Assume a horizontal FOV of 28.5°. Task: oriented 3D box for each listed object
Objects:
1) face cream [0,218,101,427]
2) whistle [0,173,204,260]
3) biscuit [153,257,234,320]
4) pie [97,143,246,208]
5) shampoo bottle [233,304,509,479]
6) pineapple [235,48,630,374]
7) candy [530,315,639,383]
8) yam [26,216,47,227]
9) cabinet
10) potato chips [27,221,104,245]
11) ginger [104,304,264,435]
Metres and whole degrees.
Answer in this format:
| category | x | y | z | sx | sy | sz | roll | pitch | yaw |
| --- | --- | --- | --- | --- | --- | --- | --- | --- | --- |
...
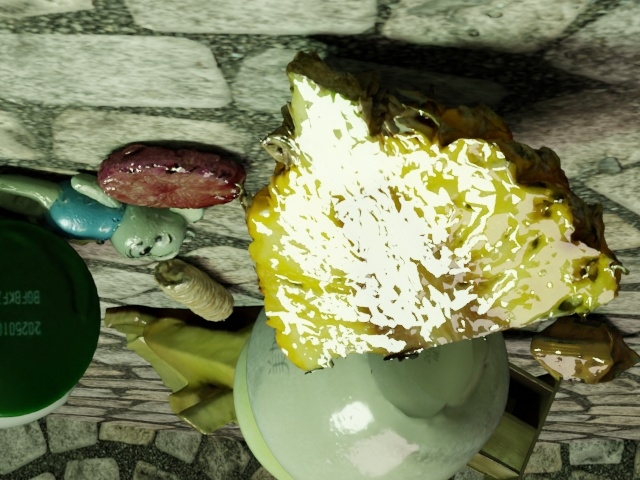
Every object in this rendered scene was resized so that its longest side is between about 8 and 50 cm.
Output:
| category | x | y | z | sx | sy | sz | roll | pitch | yaw |
| --- | --- | --- | --- | --- | --- | --- | --- | --- | --- |
| face cream | -0.415 | 0.091 | 1.449 | 0.312 | 0.219 | 0.357 | 37 | 156 | -24 |
| whistle | -0.246 | -0.027 | 1.378 | 0.235 | 0.077 | 0.114 | 14 | 140 | -26 |
| biscuit | -0.171 | 0.071 | 1.758 | 0.061 | 0.055 | 0.219 | 15 | 170 | 19 |
| pie | -0.152 | -0.063 | 1.293 | 0.154 | 0.036 | 0.154 | 2 | 165 | 0 |
| shampoo bottle | 0.068 | 0.175 | 1.607 | 0.322 | 0.323 | 0.317 | 13 | 154 | -36 |
| pineapple | 0.080 | -0.070 | 1.087 | 0.344 | 0.286 | 0.209 | -16 | -157 | 31 |
| candy | 0.431 | 0.181 | 2.017 | 0.143 | 0.101 | 0.271 | 5 | 173 | 22 |
| yam | -0.290 | -0.028 | 1.428 | 0.094 | 0.043 | 0.043 | 7 | 164 | -29 |
| cabinet | 0.262 | 0.276 | 2.058 | 0.174 | 0.215 | 0.148 | 30 | 159 | -9 |
| potato chips | -0.360 | -0.006 | 1.550 | 0.207 | 0.028 | 0.092 | -1 | 165 | 16 |
| ginger | -0.172 | 0.231 | 2.079 | 0.358 | 0.211 | 0.413 | 3 | 166 | 3 |
